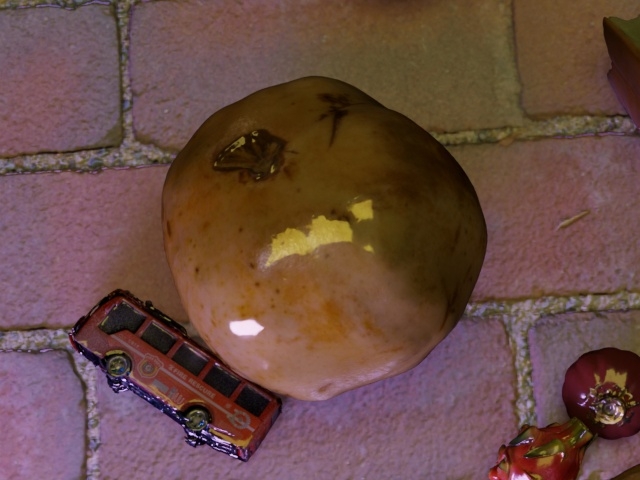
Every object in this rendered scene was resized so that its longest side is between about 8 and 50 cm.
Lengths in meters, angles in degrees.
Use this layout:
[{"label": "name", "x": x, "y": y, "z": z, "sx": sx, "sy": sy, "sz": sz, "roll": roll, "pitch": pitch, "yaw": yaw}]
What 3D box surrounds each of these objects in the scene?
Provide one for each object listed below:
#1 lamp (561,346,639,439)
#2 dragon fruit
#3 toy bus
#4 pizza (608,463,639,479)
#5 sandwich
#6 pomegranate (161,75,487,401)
[{"label": "lamp", "x": 0.302, "y": 0.159, "z": 1.791, "sx": 0.101, "sy": 0.090, "sz": 0.101, "roll": 3, "pitch": 110, "yaw": 8}, {"label": "dragon fruit", "x": 0.232, "y": 0.225, "z": 1.776, "sx": 0.116, "sy": 0.086, "sz": 0.081, "roll": -40, "pitch": 81, "yaw": 3}, {"label": "toy bus", "x": -0.156, "y": 0.145, "z": 1.836, "sx": 0.235, "sy": 0.073, "sz": 0.096, "roll": 35, "pitch": 70, "yaw": 11}, {"label": "pizza", "x": 0.380, "y": 0.314, "z": 1.755, "sx": 0.154, "sy": 0.069, "sz": 0.193, "roll": -14, "pitch": 81, "yaw": -1}, {"label": "sandwich", "x": 0.398, "y": -0.148, "z": 1.866, "sx": 0.108, "sy": 0.220, "sz": 0.186, "roll": -27, "pitch": 38, "yaw": -1}, {"label": "pomegranate", "x": 0.000, "y": 0.000, "z": 1.748, "sx": 0.333, "sy": 0.332, "sz": 0.332, "roll": -1, "pitch": 74, "yaw": 3}]
